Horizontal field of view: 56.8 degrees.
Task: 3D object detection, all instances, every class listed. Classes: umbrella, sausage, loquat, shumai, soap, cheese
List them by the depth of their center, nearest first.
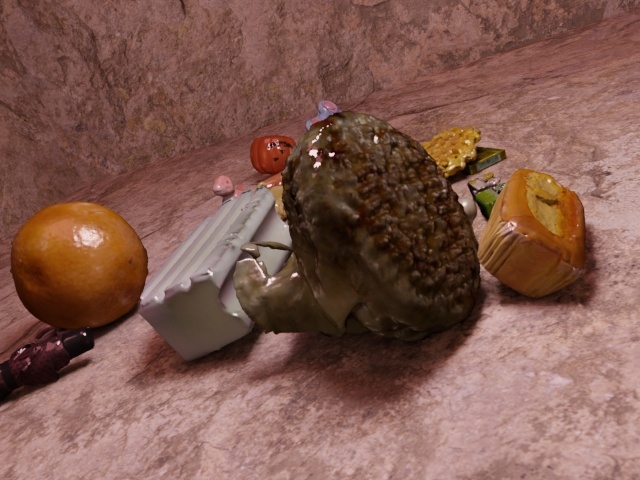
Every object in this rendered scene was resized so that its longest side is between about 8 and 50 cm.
[{"bbox_3d":[0.051,0.018,1.025,0.348,0.395,0.395,-37,4,44],"label":"shumai"},{"bbox_3d":[-0.638,0.278,1.268,0.326,0.094,0.090,-25,48,-9],"label":"umbrella"},{"bbox_3d":[-0.208,0.050,1.276,0.261,0.156,0.446,-28,20,27],"label":"soap"},{"bbox_3d":[-0.589,0.062,1.455,0.328,0.328,0.328,-18,20,7],"label":"loquat"},{"bbox_3d":[-0.147,-0.098,1.766,0.123,0.094,0.167,-4,26,42],"label":"cheese"},{"bbox_3d":[-0.079,-0.212,2.005,0.289,0.086,0.086,-29,22,-23],"label":"sausage"}]

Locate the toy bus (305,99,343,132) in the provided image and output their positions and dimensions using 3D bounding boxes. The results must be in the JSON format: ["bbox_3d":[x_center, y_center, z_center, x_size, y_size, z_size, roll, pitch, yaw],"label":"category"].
[{"bbox_3d":[0.043,-0.287,1.893,0.197,0.232,0.294,-58,5,38],"label":"toy bus"}]

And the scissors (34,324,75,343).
[{"bbox_3d":[-0.686,0.201,1.596,0.118,0.030,0.242,-19,22,-1],"label":"scissors"}]

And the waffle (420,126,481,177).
[{"bbox_3d":[0.319,-0.228,1.657,0.280,0.060,0.262,-22,24,22],"label":"waffle"}]

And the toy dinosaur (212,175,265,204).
[{"bbox_3d":[-0.277,-0.131,1.854,0.152,0.177,0.194,-7,22,29],"label":"toy dinosaur"}]

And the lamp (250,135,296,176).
[{"bbox_3d":[-0.176,-0.318,2.267,0.187,0.164,0.187,-2,3,0],"label":"lamp"}]

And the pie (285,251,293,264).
[{"bbox_3d":[0.000,0.000,1.387,0.201,0.090,0.248,-31,19,-18],"label":"pie"}]

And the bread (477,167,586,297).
[{"bbox_3d":[0.370,-0.022,1.023,0.119,0.152,0.288,-60,-6,35],"label":"bread"}]

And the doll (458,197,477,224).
[{"bbox_3d":[0.222,-0.035,1.257,0.155,0.113,0.275,-17,11,-17],"label":"doll"}]

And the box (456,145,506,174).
[{"bbox_3d":[0.416,-0.231,1.676,0.121,0.030,0.193,-26,22,-16],"label":"box"}]

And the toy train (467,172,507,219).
[{"bbox_3d":[0.382,-0.099,1.327,0.081,0.060,0.202,-24,18,6],"label":"toy train"}]
